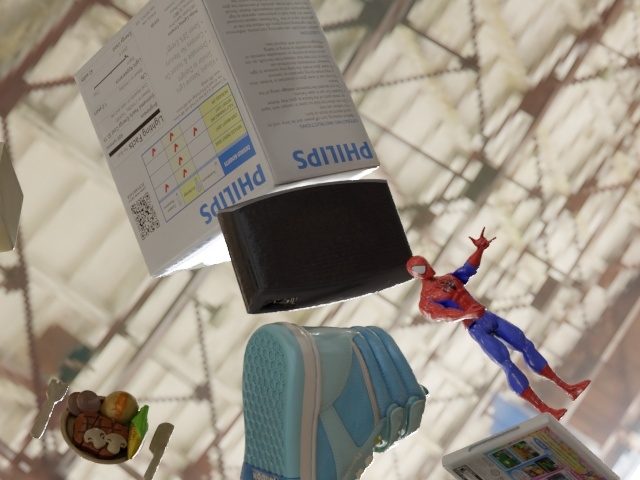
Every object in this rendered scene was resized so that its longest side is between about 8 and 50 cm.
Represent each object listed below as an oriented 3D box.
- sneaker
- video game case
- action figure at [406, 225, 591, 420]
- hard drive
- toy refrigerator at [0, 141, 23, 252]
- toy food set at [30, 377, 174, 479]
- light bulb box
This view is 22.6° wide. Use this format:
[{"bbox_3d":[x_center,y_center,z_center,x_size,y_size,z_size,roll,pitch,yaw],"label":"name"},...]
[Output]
[{"bbox_3d":[0.024,0.236,1.691,0.208,0.127,0.319,-5,-74,-36],"label":"sneaker"},{"bbox_3d":[0.240,0.263,1.815,0.143,0.019,0.157,-28,-51,27],"label":"video game case"},{"bbox_3d":[0.229,0.099,2.042,0.091,0.280,0.139,-44,-11,-34],"label":"action figure"},{"bbox_3d":[0.000,0.000,2.192,0.254,0.172,0.054,-11,-18,-22],"label":"hard drive"},{"bbox_3d":[-0.483,-0.028,1.827,0.102,0.269,0.094,-94,-6,-50],"label":"toy refrigerator"},{"bbox_3d":[-0.307,0.261,2.277,0.132,0.192,0.038,-73,5,-49],"label":"toy food set"},{"bbox_3d":[-0.150,-0.184,2.445,0.225,0.361,0.358,-12,-15,-42],"label":"light bulb box"}]
